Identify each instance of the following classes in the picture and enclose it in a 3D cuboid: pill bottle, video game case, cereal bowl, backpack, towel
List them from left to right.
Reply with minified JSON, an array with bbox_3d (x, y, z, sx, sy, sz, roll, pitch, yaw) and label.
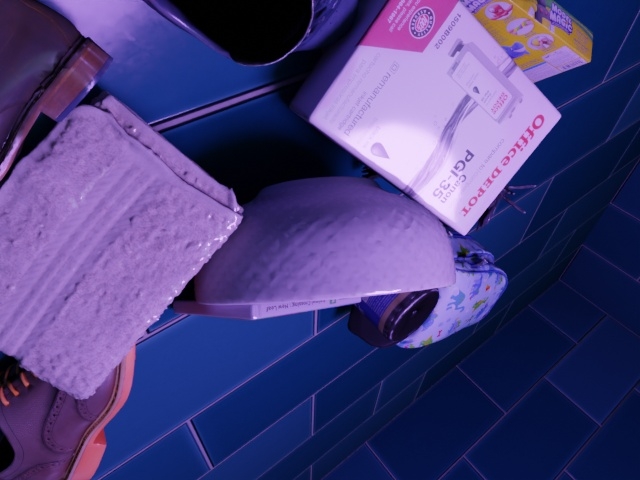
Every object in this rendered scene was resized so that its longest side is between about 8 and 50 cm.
[{"bbox_3d":[-0.227,0.015,0.448,0.187,0.049,0.282,39,95,-16],"label":"towel"},{"bbox_3d":[-0.081,0.091,0.673,0.193,0.212,0.023,-1,86,-43],"label":"video game case"},{"bbox_3d":[0.000,0.000,0.603,0.338,0.338,0.141,-1,85,-49],"label":"cereal bowl"},{"bbox_3d":[0.094,0.063,0.815,0.122,0.219,0.123,-30,145,-24],"label":"pill bottle"},{"bbox_3d":[0.271,0.101,1.075,0.355,0.273,0.290,-16,132,-57],"label":"backpack"}]

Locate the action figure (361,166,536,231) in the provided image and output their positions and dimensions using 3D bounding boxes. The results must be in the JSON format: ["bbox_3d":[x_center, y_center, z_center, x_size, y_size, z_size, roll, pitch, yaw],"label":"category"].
[{"bbox_3d":[0.219,-0.121,0.774,0.275,0.141,0.164,17,104,-17],"label":"action figure"}]

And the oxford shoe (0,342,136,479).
[{"bbox_3d":[-0.316,0.170,0.551,0.132,0.130,0.364,9,114,-37],"label":"oxford shoe"}]

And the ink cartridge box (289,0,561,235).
[{"bbox_3d":[0.137,-0.169,0.587,0.283,0.117,0.207,31,102,-26],"label":"ink cartridge box"}]

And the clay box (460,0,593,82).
[{"bbox_3d":[0.257,-0.295,0.637,0.222,0.127,0.053,17,79,-29],"label":"clay box"}]

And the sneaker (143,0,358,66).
[{"bbox_3d":[-0.040,-0.200,0.374,0.131,0.148,0.350,-48,164,28],"label":"sneaker"}]

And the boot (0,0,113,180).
[{"bbox_3d":[-0.279,-0.104,0.352,0.219,0.082,0.106,-43,127,3],"label":"boot"}]
